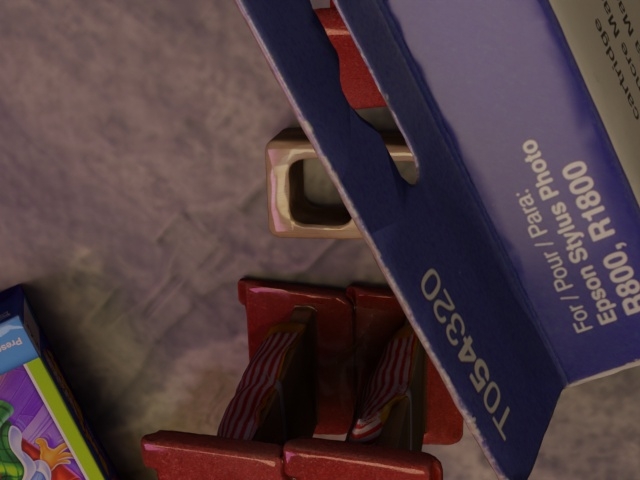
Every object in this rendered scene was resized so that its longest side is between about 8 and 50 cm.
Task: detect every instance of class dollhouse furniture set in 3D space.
[{"bbox_3d":[0.000,0.000,0.575,0.152,0.201,0.374,2,111,11],"label":"dollhouse furniture set"}]

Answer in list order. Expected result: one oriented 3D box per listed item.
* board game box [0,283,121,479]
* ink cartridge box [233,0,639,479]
[{"bbox_3d":[-0.308,0.212,0.696,0.347,0.078,0.233,-26,109,-9],"label":"board game box"},{"bbox_3d":[0.087,-0.122,0.446,0.071,0.330,0.324,-17,112,34],"label":"ink cartridge box"}]
